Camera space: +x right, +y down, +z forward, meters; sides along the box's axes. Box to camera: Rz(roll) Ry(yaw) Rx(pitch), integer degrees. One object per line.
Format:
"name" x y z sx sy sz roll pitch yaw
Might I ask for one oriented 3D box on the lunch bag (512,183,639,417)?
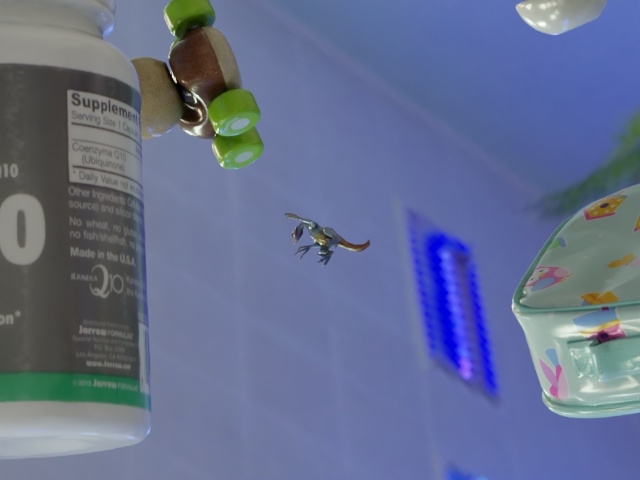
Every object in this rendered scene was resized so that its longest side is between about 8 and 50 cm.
"lunch bag" 0.279 0.036 1.390 0.108 0.279 0.224 68 -151 -20

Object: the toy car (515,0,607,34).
"toy car" 0.204 -0.255 1.556 0.136 0.182 0.159 -100 -13 -85

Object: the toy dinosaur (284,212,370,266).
"toy dinosaur" 0.000 0.000 2.187 0.090 0.047 0.082 9 -162 -14

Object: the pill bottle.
"pill bottle" -0.225 -0.033 1.388 0.204 0.204 0.361 9 -107 -49

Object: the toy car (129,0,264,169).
"toy car" -0.175 -0.143 2.068 0.149 0.188 0.155 88 159 -65
